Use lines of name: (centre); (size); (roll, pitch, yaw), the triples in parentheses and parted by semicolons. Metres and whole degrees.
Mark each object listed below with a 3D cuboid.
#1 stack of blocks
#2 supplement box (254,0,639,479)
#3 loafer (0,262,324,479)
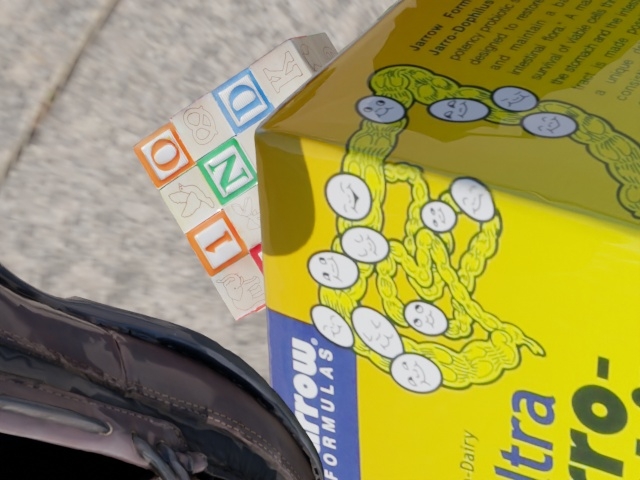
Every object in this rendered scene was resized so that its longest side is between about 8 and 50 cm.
stack of blocks: (0.000, 0.000, 1.622); (0.171, 0.087, 0.297); (-33, 87, 22)
supplement box: (0.174, 0.032, 0.813); (0.356, 0.195, 0.194); (17, 129, 26)
loafer: (-0.099, 0.065, 0.592); (0.109, 0.302, 0.095); (-27, 49, 21)
